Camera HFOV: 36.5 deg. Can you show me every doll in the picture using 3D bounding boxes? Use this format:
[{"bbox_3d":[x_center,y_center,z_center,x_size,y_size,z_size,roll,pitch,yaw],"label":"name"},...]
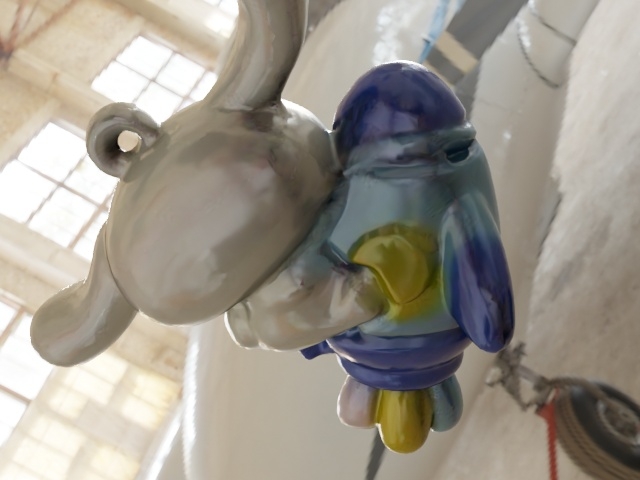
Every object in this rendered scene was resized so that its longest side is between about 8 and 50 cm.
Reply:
[{"bbox_3d":[0.001,-0.007,0.710,0.376,0.365,0.187,-49,23,46],"label":"doll"}]
